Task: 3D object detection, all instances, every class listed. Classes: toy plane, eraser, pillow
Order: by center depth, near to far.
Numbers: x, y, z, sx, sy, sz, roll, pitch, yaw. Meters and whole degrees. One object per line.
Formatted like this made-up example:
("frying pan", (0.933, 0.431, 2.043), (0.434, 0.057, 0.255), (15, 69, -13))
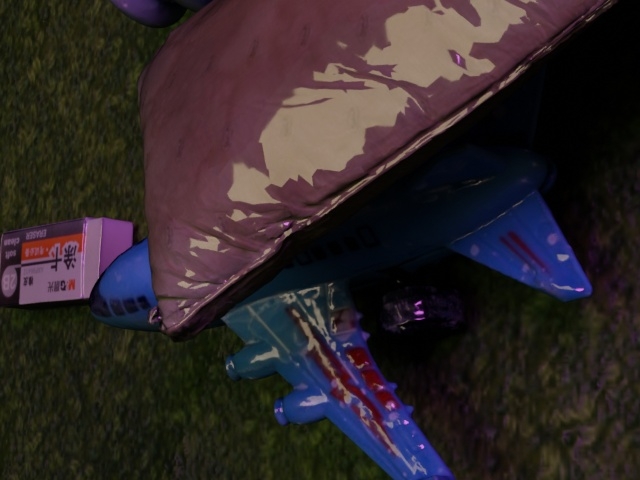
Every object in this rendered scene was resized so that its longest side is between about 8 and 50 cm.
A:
("pillow", (0.027, -0.099, 0.621), (0.302, 0.075, 0.185), (-38, 38, 26))
("toy plane", (0.000, 0.000, 0.721), (0.271, 0.105, 0.254), (-21, 67, 40))
("eraser", (-0.163, 0.016, 0.970), (0.122, 0.029, 0.052), (-6, 80, 49))

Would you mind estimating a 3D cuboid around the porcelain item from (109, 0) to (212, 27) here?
("porcelain item", (-0.018, -0.209, 0.766), (0.259, 0.141, 0.141), (-40, 55, 29))
